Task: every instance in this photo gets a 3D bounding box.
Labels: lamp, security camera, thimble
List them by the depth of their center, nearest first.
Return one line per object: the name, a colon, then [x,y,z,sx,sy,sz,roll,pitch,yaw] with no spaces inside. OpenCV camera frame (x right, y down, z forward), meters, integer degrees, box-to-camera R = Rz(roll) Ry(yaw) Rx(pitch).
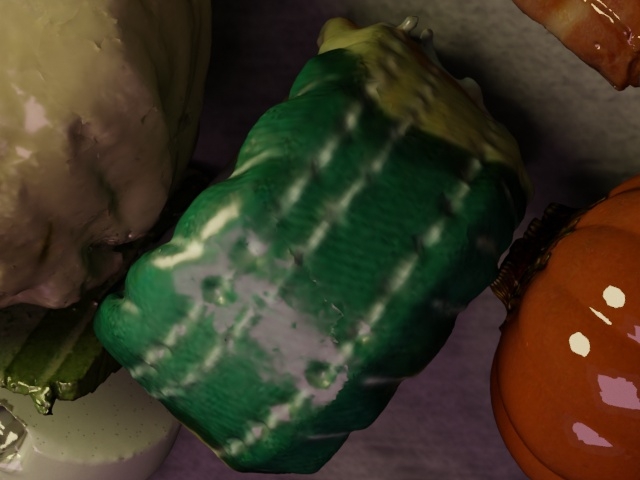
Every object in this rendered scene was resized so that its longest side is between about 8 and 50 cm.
lamp: [0.198,0.059,1.109,0.196,0.223,0.223,37,128,14]
thimble: [0.000,0.000,1.143,0.167,0.288,0.254,41,155,-6]
security camera: [-0.218,0.153,1.393,0.194,0.194,0.236,36,133,3]

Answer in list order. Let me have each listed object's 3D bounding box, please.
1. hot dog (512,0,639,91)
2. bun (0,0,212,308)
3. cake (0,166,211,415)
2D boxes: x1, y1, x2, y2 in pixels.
hot dog: [0.169,-0.157,1.024,0.261,0.093,0.123,44,142,15]
bun: [-0.208,-0.093,1.165,0.234,0.326,0.362,28,140,-24]
cake: [-0.157,0.020,1.252,0.100,0.235,0.099,14,115,17]
